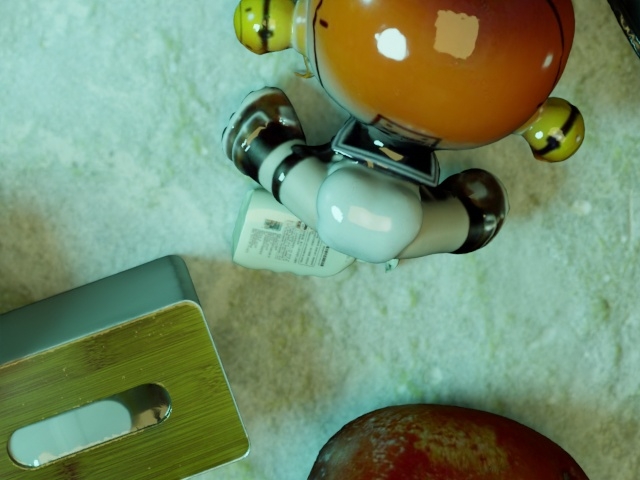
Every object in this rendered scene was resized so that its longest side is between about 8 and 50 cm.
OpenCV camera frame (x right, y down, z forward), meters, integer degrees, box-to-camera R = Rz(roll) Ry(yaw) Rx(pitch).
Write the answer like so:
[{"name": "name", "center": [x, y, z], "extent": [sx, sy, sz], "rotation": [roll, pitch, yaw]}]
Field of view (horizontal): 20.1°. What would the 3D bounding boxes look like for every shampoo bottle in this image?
[{"name": "shampoo bottle", "center": [0.000, 0.000, 1.616], "extent": [0.152, 0.045, 0.077], "rotation": [11, 114, -11]}]

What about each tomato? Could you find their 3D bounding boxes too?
[{"name": "tomato", "center": [0.134, 0.285, 1.595], "extent": [0.338, 0.144, 0.338], "rotation": [10, 63, -20]}]

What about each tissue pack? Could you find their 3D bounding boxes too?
[{"name": "tissue pack", "center": [-0.205, 0.135, 1.578], "extent": [0.246, 0.136, 0.159], "rotation": [-20, 111, -2]}]

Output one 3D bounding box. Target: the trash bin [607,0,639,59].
[{"name": "trash bin", "center": [0.390, -0.237, 1.518], "extent": [0.262, 0.217, 0.277], "rotation": [-31, 112, 1]}]

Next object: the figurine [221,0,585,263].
[{"name": "figurine", "center": [0.085, -0.145, 1.505], "extent": [0.320, 0.196, 0.323], "rotation": [18, 114, -9]}]
